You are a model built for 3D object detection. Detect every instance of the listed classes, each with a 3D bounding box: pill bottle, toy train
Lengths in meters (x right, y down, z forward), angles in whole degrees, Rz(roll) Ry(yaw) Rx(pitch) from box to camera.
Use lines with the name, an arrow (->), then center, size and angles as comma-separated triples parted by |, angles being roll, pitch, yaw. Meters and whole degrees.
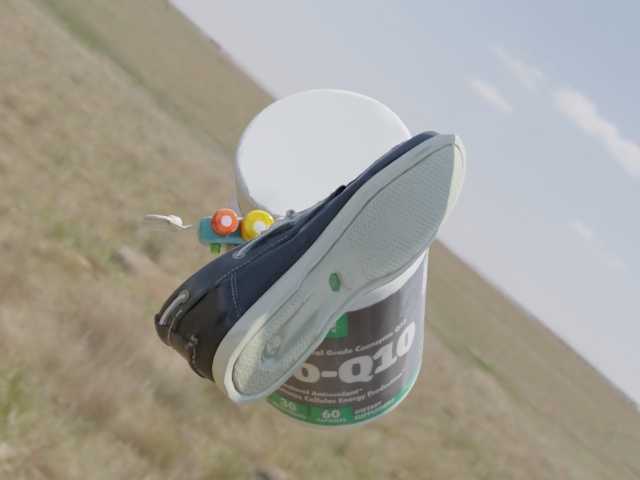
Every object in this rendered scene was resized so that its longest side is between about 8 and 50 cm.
pill bottle -> 0.009, 0.026, 1.511 | 0.204, 0.204, 0.361 | 42, -24, 27
toy train -> -0.056, 0.010, 1.123 | 0.125, 0.046, 0.166 | -5, -9, 32

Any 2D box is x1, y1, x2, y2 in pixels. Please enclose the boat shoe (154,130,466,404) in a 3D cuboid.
boat shoe -> 0.000, 0.000, 0.907 | 0.079, 0.233, 0.084 | 28, -32, 38
